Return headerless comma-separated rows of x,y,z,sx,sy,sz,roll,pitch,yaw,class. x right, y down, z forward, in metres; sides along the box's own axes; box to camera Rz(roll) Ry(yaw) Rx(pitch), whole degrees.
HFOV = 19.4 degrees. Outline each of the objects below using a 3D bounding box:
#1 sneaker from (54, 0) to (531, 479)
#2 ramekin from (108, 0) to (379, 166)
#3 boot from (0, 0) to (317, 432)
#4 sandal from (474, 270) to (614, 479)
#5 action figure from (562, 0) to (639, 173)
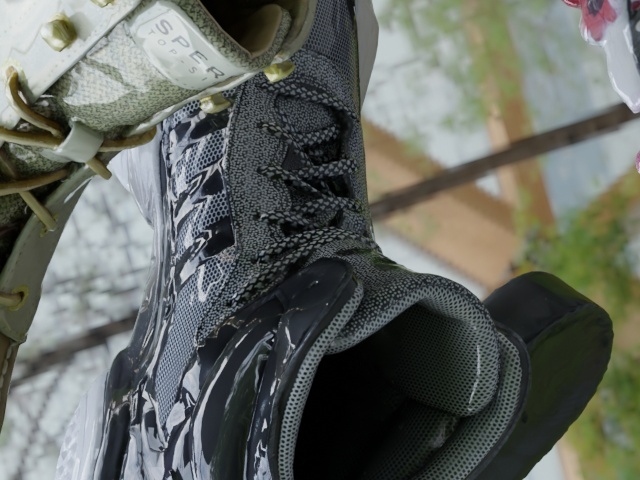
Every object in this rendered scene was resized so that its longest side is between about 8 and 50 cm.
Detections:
0.000,0.000,0.613,0.101,0.153,0.268,20,-109,-34,sneaker
-0.074,-0.084,0.788,0.109,0.207,0.207,-67,-19,-2,ramekin
-0.078,-0.022,0.506,0.077,0.165,0.213,20,-117,-41,boot
0.009,0.207,0.958,0.107,0.445,0.167,39,174,29,sandal
0.257,-0.050,0.774,0.370,0.275,0.248,34,173,-13,action figure
